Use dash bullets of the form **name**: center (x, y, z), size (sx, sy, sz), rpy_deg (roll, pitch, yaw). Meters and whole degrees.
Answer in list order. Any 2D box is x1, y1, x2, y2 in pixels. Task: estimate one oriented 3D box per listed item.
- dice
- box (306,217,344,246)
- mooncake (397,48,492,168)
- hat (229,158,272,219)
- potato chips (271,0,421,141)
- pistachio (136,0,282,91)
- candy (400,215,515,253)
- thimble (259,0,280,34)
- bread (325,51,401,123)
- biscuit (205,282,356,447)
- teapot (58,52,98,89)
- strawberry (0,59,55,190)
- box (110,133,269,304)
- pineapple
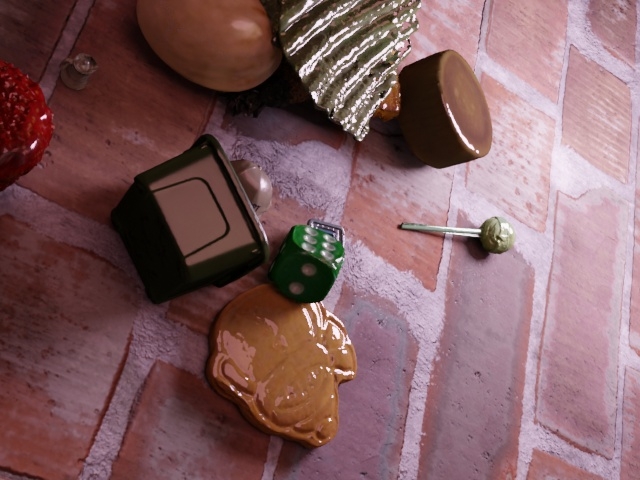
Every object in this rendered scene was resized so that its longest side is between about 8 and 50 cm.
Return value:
- **dice**: center (-0.028, 0.047, 1.762), size (0.131, 0.120, 0.128), rpy_deg (26, 28, -4)
- **box**: center (0.000, 0.000, 1.872), size (0.099, 0.054, 0.074), rpy_deg (15, 67, -29)
- **mooncake**: center (0.303, -0.321, 2.105), size (0.284, 0.156, 0.284), rpy_deg (26, 56, -45)
- **hat**: center (-0.157, -0.072, 1.771), size (0.147, 0.085, 0.175), rpy_deg (27, 59, -25)
- **potato chips**: center (0.066, -0.428, 1.808), size (0.373, 0.097, 0.389), rpy_deg (35, 72, -38)
- **pistachio**: center (-0.228, -0.448, 1.780), size (0.321, 0.229, 0.238), rpy_deg (28, 92, -14)
- **candy**: center (0.345, -0.022, 2.118), size (0.336, 0.093, 0.092), rpy_deg (4, 28, -25)
- **thimble**: center (-0.052, -0.579, 1.918), size (0.150, 0.271, 0.270), rpy_deg (-1, 74, -32)
- **bread**: center (0.081, -0.437, 2.029), size (0.195, 0.149, 0.343), rpy_deg (4, 74, -26)
- **biscuit**: center (-0.065, 0.248, 1.738), size (0.351, 0.057, 0.312), rpy_deg (48, 54, -10)
- **teapot**: center (-0.474, -0.336, 1.652), size (0.067, 0.083, 0.057), rpy_deg (19, 68, -30)
- **strawberry**: center (-0.578, -0.196, 1.433), size (0.261, 0.258, 0.261), rpy_deg (6, 76, -26)
- **box**: center (-0.251, -0.018, 1.552), size (0.178, 0.329, 0.252), rpy_deg (-27, 88, -26)
- **pineapple**: center (-0.099, -0.342, 1.896), size (0.251, 0.125, 0.125), rpy_deg (-30, 91, -33)
